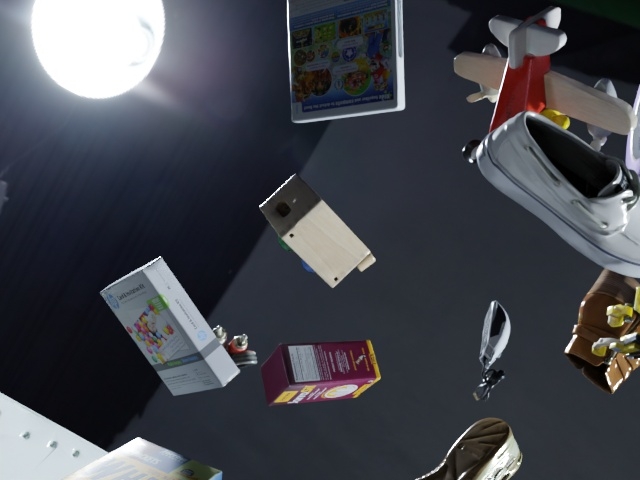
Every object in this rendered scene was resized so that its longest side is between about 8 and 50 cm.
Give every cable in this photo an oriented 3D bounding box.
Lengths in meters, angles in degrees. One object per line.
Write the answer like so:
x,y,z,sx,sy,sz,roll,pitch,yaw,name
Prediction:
-0.219,0.252,1.363,0.140,0.072,0.287,10,-25,-14,cable

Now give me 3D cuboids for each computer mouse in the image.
0.312,0.190,1.126,0.042,0.193,0.106,14,-39,9,computer mouse

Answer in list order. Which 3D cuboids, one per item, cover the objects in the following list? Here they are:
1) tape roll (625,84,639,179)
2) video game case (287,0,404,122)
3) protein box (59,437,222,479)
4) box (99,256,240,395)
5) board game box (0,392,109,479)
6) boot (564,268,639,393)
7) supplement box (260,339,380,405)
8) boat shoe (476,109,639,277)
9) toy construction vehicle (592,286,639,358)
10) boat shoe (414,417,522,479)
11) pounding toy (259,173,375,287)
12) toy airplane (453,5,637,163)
0.707,-0.250,1.291,0.090,0.274,0.275,9,-1,15,tape roll
0.014,-0.143,0.417,0.087,0.121,0.011,1,5,37,video game case
-0.226,0.368,0.705,0.136,0.201,0.200,9,12,28,protein box
-0.209,0.123,0.865,0.145,0.038,0.186,-22,-78,47,box
-0.444,0.443,0.853,0.050,0.389,0.390,1,-37,46,board game box
0.632,0.214,1.259,0.283,0.220,0.109,39,-22,-8,boot
-0.001,0.241,1.156,0.188,0.104,0.080,2,57,-28,supplement box
0.306,-0.054,0.701,0.268,0.096,0.088,35,-31,-5,boat shoe
0.373,0.098,0.766,0.035,0.085,0.098,24,-20,-8,toy construction vehicle
0.205,0.402,0.972,0.089,0.285,0.105,57,-15,-21,boat shoe
0.000,0.000,1.023,0.206,0.094,0.181,46,2,-31,pounding toy
0.501,-0.346,1.468,0.273,0.385,0.384,-15,-11,-31,toy airplane
